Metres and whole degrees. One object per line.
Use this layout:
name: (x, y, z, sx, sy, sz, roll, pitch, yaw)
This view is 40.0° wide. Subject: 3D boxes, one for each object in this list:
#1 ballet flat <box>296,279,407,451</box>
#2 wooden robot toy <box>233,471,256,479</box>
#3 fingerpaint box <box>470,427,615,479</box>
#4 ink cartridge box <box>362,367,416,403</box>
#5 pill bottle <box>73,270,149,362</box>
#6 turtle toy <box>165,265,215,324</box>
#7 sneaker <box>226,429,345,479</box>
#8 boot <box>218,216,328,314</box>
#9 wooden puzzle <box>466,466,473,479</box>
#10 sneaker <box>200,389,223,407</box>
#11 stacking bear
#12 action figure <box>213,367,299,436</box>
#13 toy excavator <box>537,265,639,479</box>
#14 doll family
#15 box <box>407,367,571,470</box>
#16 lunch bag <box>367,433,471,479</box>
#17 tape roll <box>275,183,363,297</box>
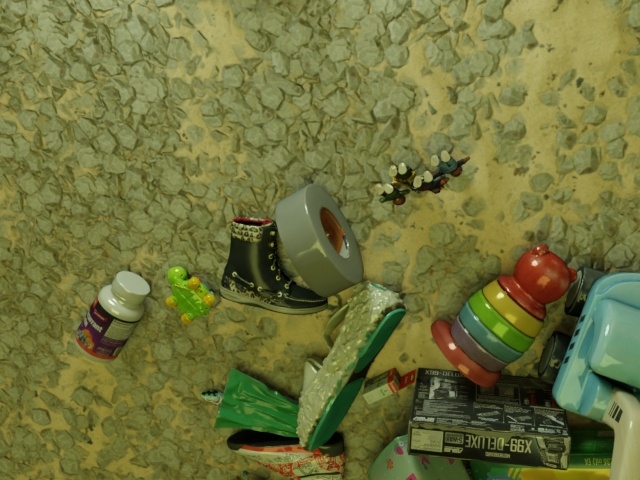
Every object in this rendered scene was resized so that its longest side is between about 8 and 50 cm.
ballet flat: (0.043, 0.257, 1.882, 0.147, 0.147, 0.408, 30, 108, 0)
wooden robot toy: (-0.142, 0.585, 2.010, 0.173, 0.079, 0.076, 14, 84, 17)
fingerpaint box: (0.554, 0.582, 1.786, 0.445, 0.163, 0.371, -5, 97, 23)
ink cartridge box: (0.148, 0.305, 1.894, 0.115, 0.063, 0.029, -29, 103, 18)
pill bottle: (-0.455, 0.166, 1.937, 0.108, 0.108, 0.193, 34, 110, -1)
turtle toy: (-0.285, 0.112, 1.910, 0.095, 0.066, 0.130, -38, 97, 19)
sneaker: (-0.077, 0.510, 1.989, 0.270, 0.090, 0.144, 0, 105, 8)
boot: (-0.092, 0.054, 1.846, 0.237, 0.085, 0.178, 10, 107, 8)
wooden puzzle: (0.324, 0.535, 1.966, 0.049, 0.006, 0.083, -30, 100, 18)
sneaker: (-0.226, 0.379, 2.001, 0.098, 0.038, 0.069, 6, 108, 9)
stacking bear: (0.378, 0.138, 1.753, 0.175, 0.164, 0.289, 38, 106, -3)
action figure: (-0.108, 0.380, 1.959, 0.232, 0.063, 0.137, 18, 90, -7)
toy excavator: (0.533, 0.271, 1.568, 0.222, 0.445, 0.432, 20, 93, 5)
doll family: (0.201, -0.121, 1.725, 0.193, 0.111, 0.076, -9, 72, 25)
box: (0.337, 0.353, 1.780, 0.308, 0.242, 0.076, 3, 108, 9)
lunch bag: (0.205, 0.545, 1.859, 0.223, 0.160, 0.262, 65, 147, 27)
tape roll: (0.000, 0.000, 1.739, 0.072, 0.219, 0.219, -26, 101, 19)
